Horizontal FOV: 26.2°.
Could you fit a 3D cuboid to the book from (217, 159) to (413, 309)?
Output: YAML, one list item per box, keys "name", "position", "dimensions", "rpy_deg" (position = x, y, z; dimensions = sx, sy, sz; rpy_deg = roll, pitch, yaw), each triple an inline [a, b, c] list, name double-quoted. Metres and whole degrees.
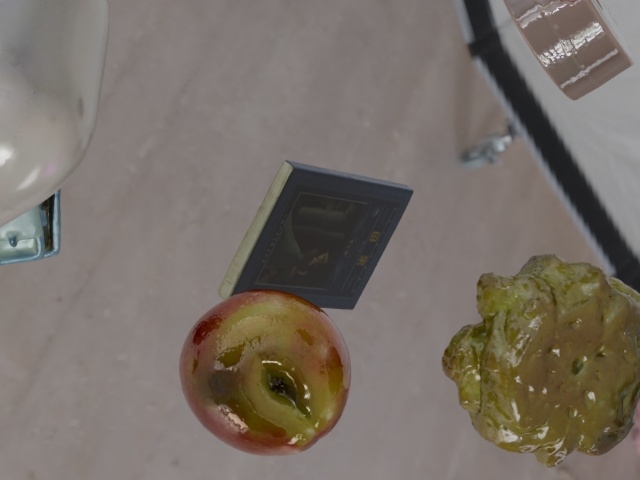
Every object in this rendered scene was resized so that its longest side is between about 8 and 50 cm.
- name: "book"
  position: [0.000, 0.000, 1.749]
  dimensions: [0.269, 0.025, 0.191]
  rpy_deg: [8, 114, -53]

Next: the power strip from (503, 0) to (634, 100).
- name: "power strip"
  position: [0.248, -0.222, 1.391]
  dimensions: [0.154, 0.078, 0.154]
  rpy_deg: [49, 21, -25]

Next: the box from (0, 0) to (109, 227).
- name: "box"
  position: [-0.336, -0.100, 1.190]
  dimensions: [0.141, 0.349, 0.288]
  rpy_deg: [46, 27, -34]

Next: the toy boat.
- name: "toy boat"
  position: [-0.401, -0.117, 1.739]
  dimensions: [0.133, 0.145, 0.332]
  rpy_deg: [-114, -159, -62]

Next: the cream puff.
- name: "cream puff"
  position: [0.259, 0.128, 1.537]
  dimensions: [0.244, 0.196, 0.244]
  rpy_deg: [-24, 126, -39]

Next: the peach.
- name: "peach"
  position: [-0.061, 0.147, 1.538]
  dimensions: [0.190, 0.190, 0.192]
  rpy_deg: [65, -4, -16]
